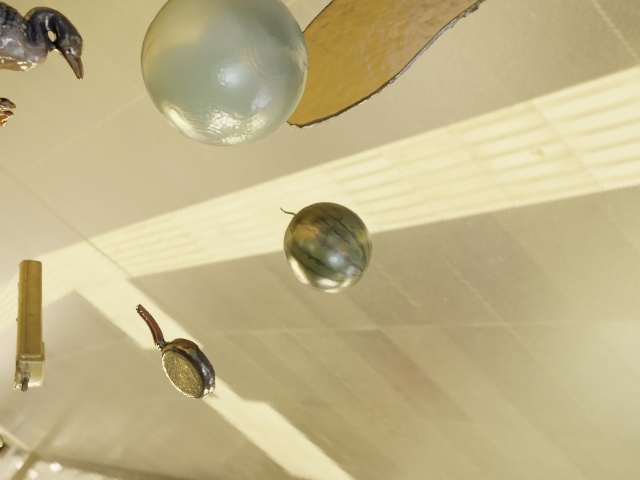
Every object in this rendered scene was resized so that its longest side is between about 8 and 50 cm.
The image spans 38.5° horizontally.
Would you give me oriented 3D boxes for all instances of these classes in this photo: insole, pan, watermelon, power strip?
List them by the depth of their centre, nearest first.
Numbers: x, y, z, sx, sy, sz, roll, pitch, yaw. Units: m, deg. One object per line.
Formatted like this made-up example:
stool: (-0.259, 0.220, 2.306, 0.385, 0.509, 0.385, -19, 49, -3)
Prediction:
insole: (0.084, -0.214, 0.826, 0.007, 0.328, 0.111, 23, -143, -63)
watermelon: (0.000, 0.000, 1.085, 0.133, 0.105, 0.105, 43, 158, 17)
power strip: (-0.462, 0.131, 1.457, 0.044, 0.305, 0.064, 5, 123, -19)
pan: (-0.258, 0.187, 1.568, 0.212, 0.040, 0.115, 43, 137, 19)

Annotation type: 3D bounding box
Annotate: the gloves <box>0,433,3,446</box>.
gloves: (-0.482, 0.200, 1.130, 0.141, 0.154, 0.331, 14, 115, 5)

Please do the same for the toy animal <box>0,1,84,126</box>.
toy animal: (-0.493, -0.262, 1.313, 0.298, 0.185, 0.122, 1, 166, -11)

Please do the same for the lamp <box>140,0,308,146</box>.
lamp: (-0.059, -0.109, 0.562, 0.105, 0.105, 0.105, 29, 155, 15)
